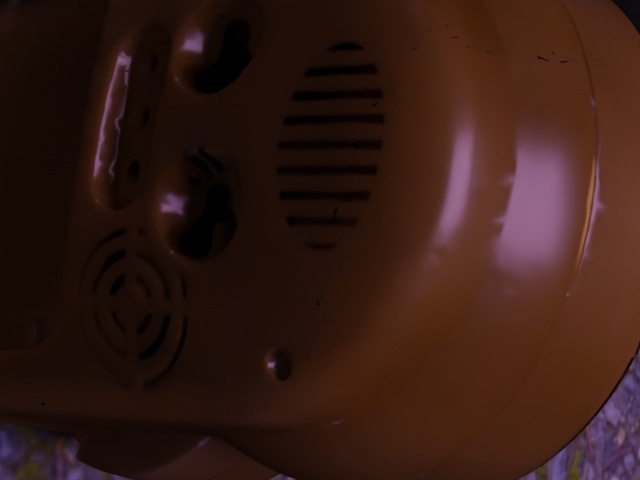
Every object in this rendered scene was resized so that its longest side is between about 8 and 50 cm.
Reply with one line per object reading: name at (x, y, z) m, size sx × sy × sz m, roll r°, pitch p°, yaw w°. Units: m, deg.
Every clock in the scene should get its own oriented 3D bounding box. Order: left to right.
clock at (-0.016, -0.014, 0.684) m, size 0.200 × 0.317 × 0.244 m, roll 11°, pitch 82°, yaw -42°

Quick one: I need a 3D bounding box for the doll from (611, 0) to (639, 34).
doll at (0.177, -0.157, 0.770) m, size 0.247 × 0.247 × 0.350 m, roll -15°, pitch 105°, yaw -48°
